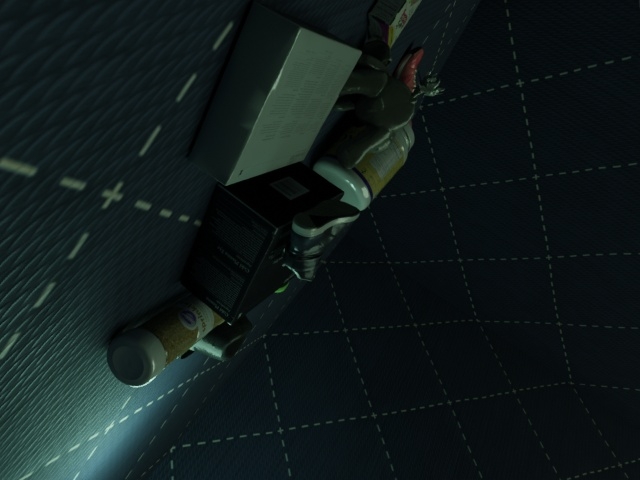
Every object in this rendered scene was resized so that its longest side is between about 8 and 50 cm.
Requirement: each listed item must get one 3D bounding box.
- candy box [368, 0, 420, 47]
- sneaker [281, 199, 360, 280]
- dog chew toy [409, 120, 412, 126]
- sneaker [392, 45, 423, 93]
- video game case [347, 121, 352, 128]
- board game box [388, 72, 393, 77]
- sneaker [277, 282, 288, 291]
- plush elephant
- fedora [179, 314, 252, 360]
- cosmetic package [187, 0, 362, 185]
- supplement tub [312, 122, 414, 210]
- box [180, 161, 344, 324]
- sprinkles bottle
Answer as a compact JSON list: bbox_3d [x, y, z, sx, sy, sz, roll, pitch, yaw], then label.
[{"bbox_3d":[0.221,-0.653,1.226,0.233,0.071,0.159,-56,174,4],"label":"candy box"},{"bbox_3d":[-0.002,-0.001,1.059,0.226,0.086,0.163,-24,138,-48],"label":"sneaker"},{"bbox_3d":[0.334,-0.523,2.133,0.206,0.207,0.331,-51,164,-38],"label":"dog chew toy"},{"bbox_3d":[0.360,-0.652,1.919,0.313,0.136,0.116,-58,174,18],"label":"sneaker"},{"bbox_3d":[0.123,-0.406,1.830,0.232,0.042,0.210,-56,175,4],"label":"video game case"},{"bbox_3d":[0.186,-0.495,1.544,0.141,0.048,0.170,-23,180,13],"label":"board game box"},{"bbox_3d":[-0.140,0.016,1.636,0.482,0.186,0.202,-52,155,-52],"label":"sneaker"},{"bbox_3d":[0.140,-0.401,1.281,0.330,0.271,0.255,-23,-152,-8],"label":"plush elephant"},{"bbox_3d":[-0.338,0.317,1.587,0.334,0.153,0.334,-54,173,-10],"label":"fedora"},{"bbox_3d":[-0.070,-0.276,0.893,0.284,0.098,0.377,-61,171,24],"label":"cosmetic package"},{"bbox_3d":[0.159,-0.294,1.627,0.331,0.241,0.241,-49,171,-19],"label":"supplement tub"},{"bbox_3d":[-0.143,-0.011,1.170,0.343,0.179,0.312,-34,157,-56],"label":"box"},{"bbox_3d":[-0.359,0.221,1.130,0.121,0.121,0.355,-58,173,20],"label":"sprinkles bottle"}]
